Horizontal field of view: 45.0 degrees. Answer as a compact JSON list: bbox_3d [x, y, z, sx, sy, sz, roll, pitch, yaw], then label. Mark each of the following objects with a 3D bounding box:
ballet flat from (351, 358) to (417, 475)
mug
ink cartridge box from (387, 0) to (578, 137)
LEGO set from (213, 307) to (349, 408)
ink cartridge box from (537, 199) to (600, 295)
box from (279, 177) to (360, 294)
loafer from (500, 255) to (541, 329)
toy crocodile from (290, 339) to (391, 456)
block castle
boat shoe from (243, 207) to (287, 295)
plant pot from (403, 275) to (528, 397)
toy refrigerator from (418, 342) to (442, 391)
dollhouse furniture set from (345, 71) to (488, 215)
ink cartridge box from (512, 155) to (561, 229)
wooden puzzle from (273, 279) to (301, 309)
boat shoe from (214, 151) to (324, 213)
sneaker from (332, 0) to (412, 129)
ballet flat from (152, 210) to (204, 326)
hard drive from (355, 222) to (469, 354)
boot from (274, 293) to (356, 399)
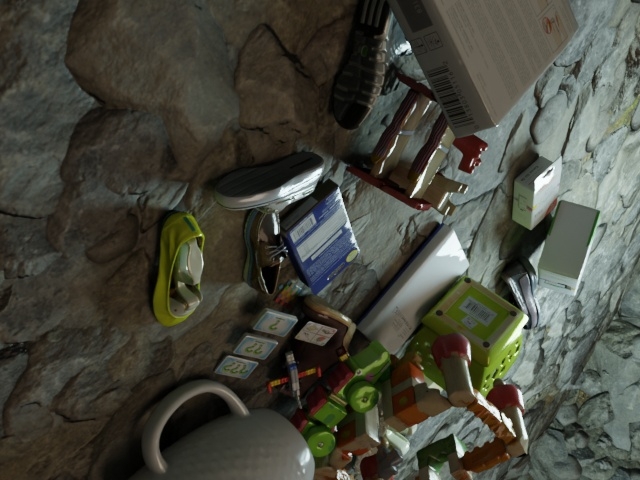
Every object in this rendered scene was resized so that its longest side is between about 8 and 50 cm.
[{"bbox_3d":[0.180,0.496,2.032,0.147,0.147,0.408,-21,134,-39],"label":"ballet flat"},{"bbox_3d":[-0.198,0.438,1.446,0.328,0.276,0.374,-35,112,-34],"label":"mug"},{"bbox_3d":[0.278,-0.401,1.297,0.385,0.091,0.308,-47,114,-38],"label":"ink cartridge box"},{"bbox_3d":[-0.057,0.233,1.496,0.244,0.060,0.182,21,119,-38],"label":"LEGO set"},{"bbox_3d":[0.695,0.027,2.174,0.278,0.117,0.201,41,68,-70],"label":"ink cartridge box"},{"bbox_3d":[0.000,0.000,1.465,0.136,0.036,0.225,-43,145,-16],"label":"box"},{"bbox_3d":[0.587,0.169,2.298,0.095,0.109,0.302,-26,135,-6],"label":"loafer"},{"bbox_3d":[0.020,0.350,1.659,0.105,0.115,0.340,40,96,-26],"label":"toy crocodile"},{"bbox_3d":[0.208,0.417,1.750,0.453,0.212,0.303,-35,119,22],"label":"block castle"},{"bbox_3d":[-0.089,0.016,1.343,0.066,0.066,0.183,-27,138,-35],"label":"boat shoe"},{"bbox_3d":[0.370,0.236,1.923,0.227,0.228,0.207,-39,152,-32],"label":"plant pot"},{"bbox_3d":[0.338,0.320,2.107,0.269,0.102,0.094,-38,144,-24],"label":"toy refrigerator"},{"bbox_3d":[0.210,-0.174,1.507,0.201,0.152,0.374,-61,163,10],"label":"dollhouse furniture set"},{"bbox_3d":[0.560,-0.136,2.003,0.115,0.067,0.198,-40,146,-21],"label":"ink cartridge box"},{"bbox_3d":[-0.064,0.106,1.509,0.049,0.006,0.083,-53,147,-2],"label":"wooden puzzle"},{"bbox_3d":[-0.076,-0.078,1.259,0.226,0.083,0.075,-22,134,-39],"label":"boat shoe"},{"bbox_3d":[0.106,-0.293,1.292,0.132,0.086,0.228,-12,128,-48],"label":"sneaker"},{"bbox_3d":[-0.218,0.062,1.217,0.077,0.077,0.230,-23,136,-39],"label":"ballet flat"},{"bbox_3d":[0.225,0.129,1.853,0.318,0.040,0.210,-49,147,-7],"label":"hard drive"},{"bbox_3d":[-0.022,0.229,1.590,0.207,0.090,0.248,-53,152,-5],"label":"boot"}]
